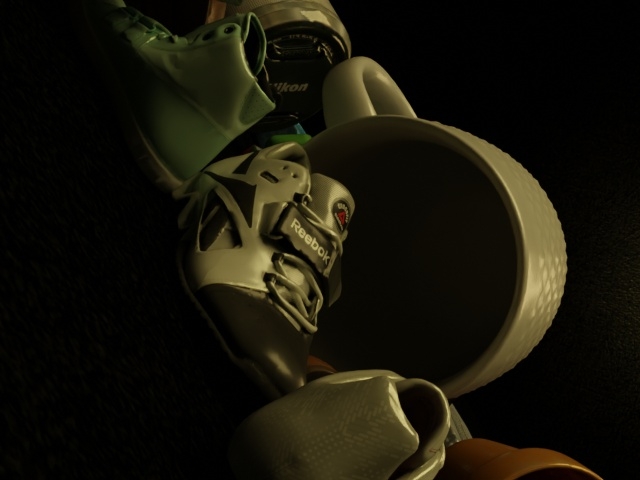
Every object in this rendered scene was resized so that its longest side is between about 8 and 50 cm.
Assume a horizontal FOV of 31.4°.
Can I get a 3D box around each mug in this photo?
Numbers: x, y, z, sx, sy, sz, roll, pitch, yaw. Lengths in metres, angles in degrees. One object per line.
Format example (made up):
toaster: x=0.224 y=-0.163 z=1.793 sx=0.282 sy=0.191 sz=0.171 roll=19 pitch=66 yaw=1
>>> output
mug: x=0.103 y=-0.021 z=1.201 sx=0.328 sy=0.276 sz=0.374 roll=2 pitch=64 yaw=-66

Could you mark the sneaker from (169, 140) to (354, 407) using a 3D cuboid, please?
sneaker: x=-0.037 y=0.007 z=0.941 sx=0.122 sy=0.146 sz=0.330 roll=57 pitch=7 yaw=-34

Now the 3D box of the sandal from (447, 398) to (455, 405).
sandal: x=0.137 y=0.082 z=1.444 sx=0.167 sy=0.107 sz=0.445 roll=66 pitch=24 yaw=-56

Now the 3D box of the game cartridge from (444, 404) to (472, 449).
game cartridge: x=0.224 y=0.346 z=1.894 sx=0.198 sy=0.062 sz=0.297 roll=62 pitch=4 yaw=-21

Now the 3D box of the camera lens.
camera lens: x=-0.097 y=-0.307 z=1.611 sx=0.274 sy=0.219 sz=0.219 roll=63 pitch=7 yaw=34

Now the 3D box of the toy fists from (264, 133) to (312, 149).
toy fists: x=0.000 y=0.000 z=1.388 sx=0.142 sy=0.096 sz=0.279 roll=26 pitch=46 yaw=-69

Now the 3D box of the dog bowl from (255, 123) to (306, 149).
dog bowl: x=-0.019 y=-0.089 z=1.913 sx=0.297 sy=0.074 sz=0.166 roll=63 pitch=7 yaw=27

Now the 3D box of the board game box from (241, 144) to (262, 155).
board game box: x=-0.025 y=-0.010 z=1.690 sx=0.281 sy=0.027 sz=0.145 roll=60 pitch=7 yaw=5

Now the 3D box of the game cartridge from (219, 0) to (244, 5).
game cartridge: x=-0.180 y=-0.375 z=1.068 sx=0.230 sy=0.068 sz=0.355 roll=13 pitch=46 yaw=-24

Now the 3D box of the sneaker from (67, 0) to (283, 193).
sneaker: x=-0.128 y=-0.176 z=1.032 sx=0.256 sy=0.151 sz=0.094 roll=61 pitch=7 yaw=28

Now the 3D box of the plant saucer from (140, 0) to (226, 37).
plant saucer: x=-0.147 y=-0.270 z=1.256 sx=0.036 sy=0.198 sz=0.198 roll=1 pitch=43 yaw=-29

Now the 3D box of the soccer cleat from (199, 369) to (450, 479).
soccer cleat: x=0.034 y=0.153 z=0.783 sx=0.116 sy=0.143 sz=0.331 roll=61 pitch=6 yaw=13

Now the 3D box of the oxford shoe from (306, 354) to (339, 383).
oxford shoe: x=0.032 y=0.176 z=1.030 sx=0.212 sy=0.076 sz=0.076 roll=57 pitch=-4 yaw=-27

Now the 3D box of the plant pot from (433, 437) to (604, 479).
plant pot: x=0.208 y=0.317 z=1.296 sx=0.205 sy=0.205 sz=0.188 roll=57 pitch=-9 yaw=-18
